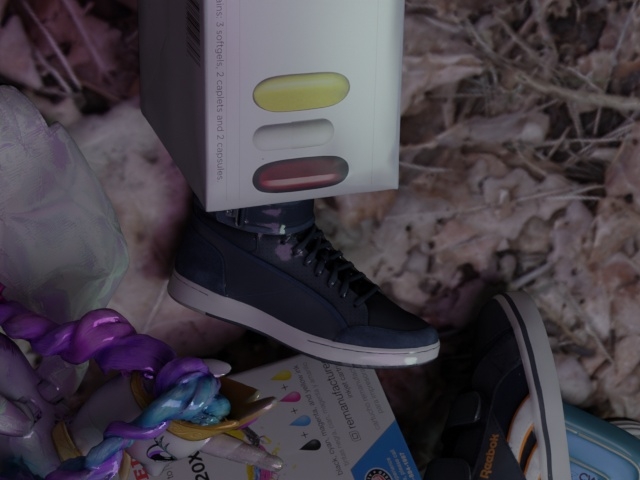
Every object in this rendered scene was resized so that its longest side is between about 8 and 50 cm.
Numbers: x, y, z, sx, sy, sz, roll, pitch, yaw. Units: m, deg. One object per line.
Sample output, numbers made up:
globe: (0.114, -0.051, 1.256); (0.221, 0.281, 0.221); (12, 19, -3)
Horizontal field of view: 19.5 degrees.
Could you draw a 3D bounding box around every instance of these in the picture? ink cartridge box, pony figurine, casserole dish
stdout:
ink cartridge box: (-0.052, 0.215, 1.499); (0.233, 0.171, 0.168); (-16, 151, -13)
pony figurine: (-0.234, 0.101, 1.337); (0.351, 0.303, 0.363); (49, 125, -2)
casserole dish: (0.209, 0.204, 1.653); (0.188, 0.037, 0.114); (25, 97, -2)

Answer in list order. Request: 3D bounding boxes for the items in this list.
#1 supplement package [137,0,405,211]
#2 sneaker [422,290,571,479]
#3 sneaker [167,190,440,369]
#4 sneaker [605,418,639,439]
supplement package: (-0.039, -0.183, 1.319); (0.145, 0.204, 0.262); (-8, 117, -17)
sneaker: (0.139, 0.194, 1.540); (0.127, 0.321, 0.126); (-4, 156, -5)
sneaker: (-0.001, 0.000, 1.447); (0.226, 0.086, 0.163); (18, 108, 12)
sneaker: (0.332, 0.237, 1.711); (0.262, 0.121, 0.099); (4, 114, -21)
